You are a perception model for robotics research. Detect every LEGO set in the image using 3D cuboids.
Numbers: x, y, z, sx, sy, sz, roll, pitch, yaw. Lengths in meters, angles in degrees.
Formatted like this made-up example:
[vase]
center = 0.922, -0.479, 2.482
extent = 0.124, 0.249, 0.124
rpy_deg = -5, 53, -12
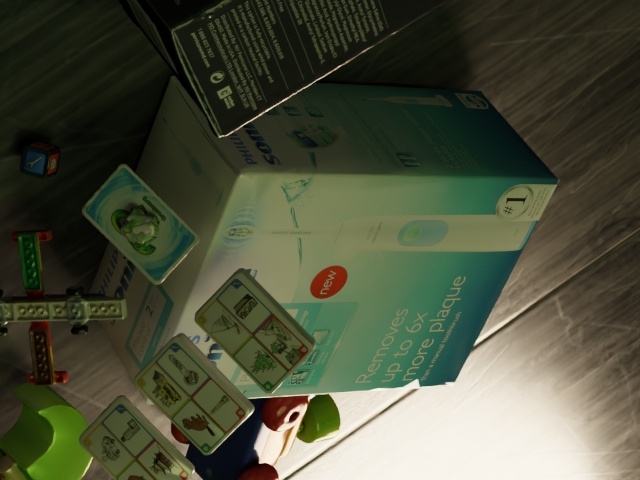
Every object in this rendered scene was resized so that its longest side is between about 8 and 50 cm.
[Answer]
[LEGO set]
center = -0.143, 0.046, 1.391
extent = 0.182, 0.244, 0.060
rpy_deg = -47, 177, 19

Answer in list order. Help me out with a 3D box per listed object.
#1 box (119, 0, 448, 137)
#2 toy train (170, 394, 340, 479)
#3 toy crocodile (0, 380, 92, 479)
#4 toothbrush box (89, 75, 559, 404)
[box]
center = -0.026, -0.192, 1.271
extent = 0.207, 0.153, 0.108
rpy_deg = -31, 140, -6
[toy train]
center = -0.044, 0.168, 1.659
extent = 0.143, 0.105, 0.248
rpy_deg = -17, 138, -42
[toy crocodile]
center = -0.317, 0.240, 1.510
extent = 0.340, 0.115, 0.105
rpy_deg = -35, 138, -6
[toothbrush box]
center = 0.000, 0.000, 1.498
extent = 0.295, 0.126, 0.216
rpy_deg = 1, 127, -35
